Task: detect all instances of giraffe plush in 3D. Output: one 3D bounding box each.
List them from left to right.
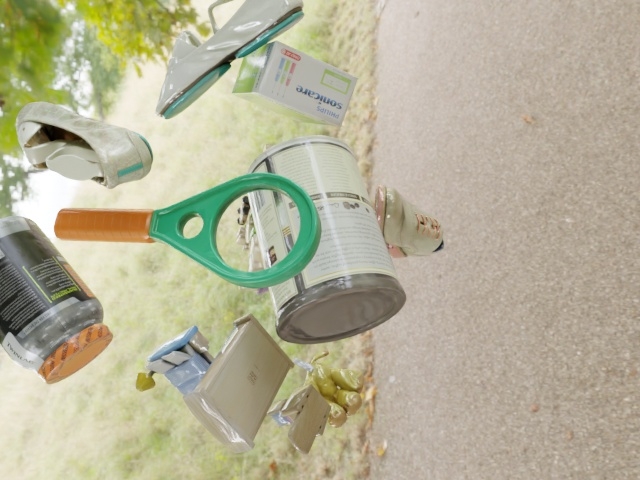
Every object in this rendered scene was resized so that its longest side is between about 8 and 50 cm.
[{"bbox_3d":[0.004,0.424,1.461,0.210,0.181,0.171,38,142,25],"label":"giraffe plush"}]

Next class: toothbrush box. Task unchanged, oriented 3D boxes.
[{"bbox_3d":[-0.071,-0.364,1.278,0.122,0.206,0.283,-70,24,8],"label":"toothbrush box"}]

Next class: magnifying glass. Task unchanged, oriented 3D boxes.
[{"bbox_3d":[-0.112,-0.010,0.442,0.026,0.230,0.092,60,-146,-68],"label":"magnifying glass"}]

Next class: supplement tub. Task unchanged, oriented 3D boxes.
[{"bbox_3d":[-0.582,0.122,1.099,0.316,0.193,0.194,48,146,8],"label":"supplement tub"}]

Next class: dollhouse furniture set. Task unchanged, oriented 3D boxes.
[{"bbox_3d":[-0.201,0.329,1.027,0.303,0.286,0.198,-28,18,34],"label":"dollhouse furniture set"}]

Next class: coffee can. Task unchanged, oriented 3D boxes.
[{"bbox_3d":[0.000,0.000,0.870,0.202,0.201,0.276,122,139,-51],"label":"coffee can"}]

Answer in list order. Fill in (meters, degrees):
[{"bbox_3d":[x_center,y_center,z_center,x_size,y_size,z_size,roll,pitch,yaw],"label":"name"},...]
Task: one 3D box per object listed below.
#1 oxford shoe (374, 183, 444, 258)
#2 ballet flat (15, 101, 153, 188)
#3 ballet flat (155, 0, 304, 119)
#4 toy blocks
[{"bbox_3d":[0.218,-0.045,1.299,0.397,0.146,0.141,29,-116,-69],"label":"oxford shoe"},{"bbox_3d":[-0.208,-0.077,0.436,0.168,0.052,0.057,14,129,30],"label":"ballet flat"},{"bbox_3d":[-0.220,-0.419,1.149,0.400,0.139,0.139,-32,42,15],"label":"ballet flat"},{"bbox_3d":[-0.035,-0.024,1.244,0.309,0.259,0.289,128,144,-56],"label":"toy blocks"}]
